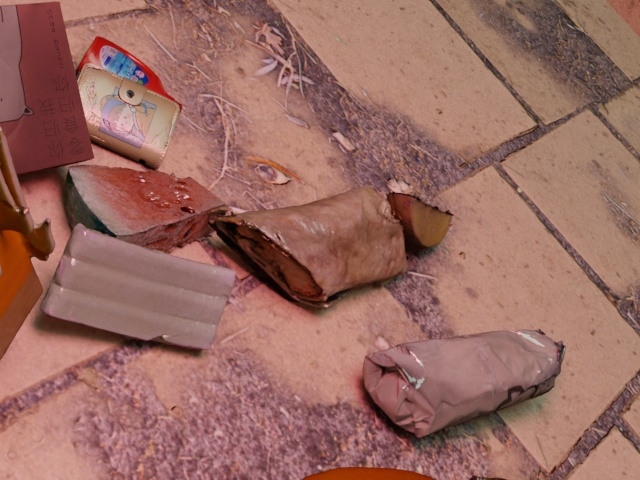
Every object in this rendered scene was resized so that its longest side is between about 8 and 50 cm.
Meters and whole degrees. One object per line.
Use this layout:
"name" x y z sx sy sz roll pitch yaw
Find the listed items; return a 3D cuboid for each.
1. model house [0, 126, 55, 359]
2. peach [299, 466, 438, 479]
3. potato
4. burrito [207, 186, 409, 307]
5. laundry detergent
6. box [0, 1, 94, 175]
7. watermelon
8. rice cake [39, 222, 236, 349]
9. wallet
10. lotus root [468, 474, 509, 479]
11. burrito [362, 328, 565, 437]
"model house" -0.443 -0.033 1.017 0.357 0.313 0.242 32 39 -10
"peach" 0.056 0.414 1.029 0.343 0.343 0.302 -19 113 -46
"potato" 0.139 -0.026 1.632 0.100 0.089 0.172 16 1 28
"burrito" 0.005 0.011 1.478 0.347 0.107 0.175 -10 69 -46
"laundry detergent" -0.284 -0.241 1.519 0.165 0.049 0.097 32 44 -16
"box" -0.416 -0.186 1.268 0.215 0.086 0.215 -19 102 -44
"watermelon" -0.231 -0.039 1.370 0.241 0.094 0.154 -9 52 -43
"rice cake" -0.224 0.066 1.249 0.237 0.043 0.127 20 89 -33
"wallet" -0.288 -0.183 1.446 0.155 0.039 0.110 24 68 -21
"lotus root" 0.273 0.395 1.382 0.179 0.080 0.089 44 42 3
"burrito" 0.254 0.200 1.518 0.445 0.101 0.139 -3 45 -40
